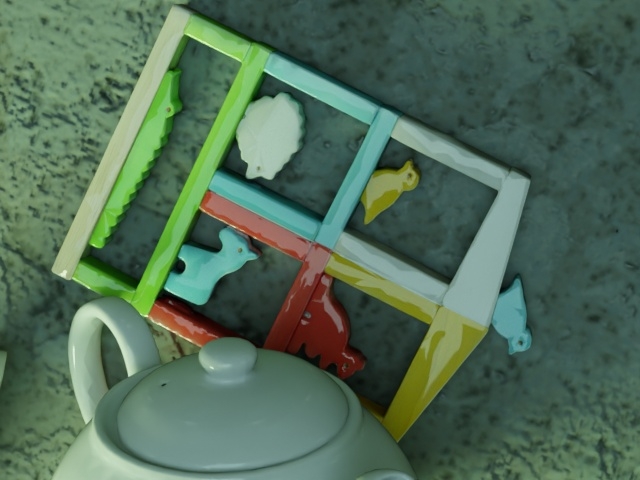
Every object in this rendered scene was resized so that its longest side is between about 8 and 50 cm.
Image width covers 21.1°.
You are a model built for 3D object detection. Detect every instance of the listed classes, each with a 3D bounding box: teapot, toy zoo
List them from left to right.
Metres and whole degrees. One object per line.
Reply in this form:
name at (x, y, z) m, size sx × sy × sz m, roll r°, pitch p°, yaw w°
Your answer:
teapot at (-0.055, 0.143, 0.999) m, size 0.256 × 0.252 × 0.187 m, roll 1°, pitch 111°, yaw 10°
toy zoo at (0.000, 0.000, 1.082) m, size 0.293 × 0.030 × 0.192 m, roll 27°, pitch 101°, yaw 4°

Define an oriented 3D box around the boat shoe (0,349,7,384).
boat shoe at (-0.282, 0.169, 1.118) m, size 0.079 × 0.095 × 0.254 m, roll 28°, pitch 110°, yaw -8°
